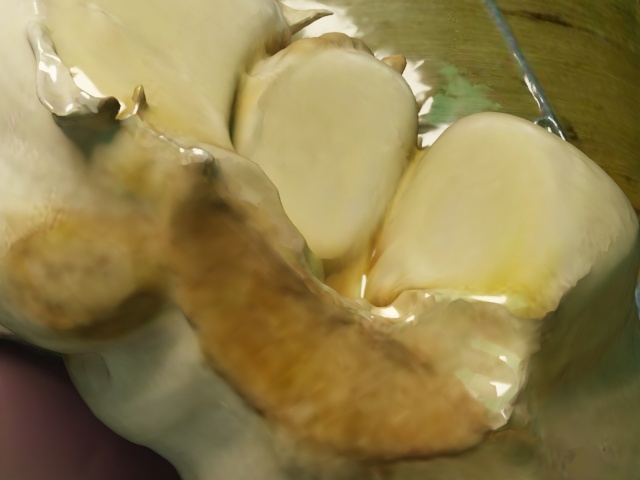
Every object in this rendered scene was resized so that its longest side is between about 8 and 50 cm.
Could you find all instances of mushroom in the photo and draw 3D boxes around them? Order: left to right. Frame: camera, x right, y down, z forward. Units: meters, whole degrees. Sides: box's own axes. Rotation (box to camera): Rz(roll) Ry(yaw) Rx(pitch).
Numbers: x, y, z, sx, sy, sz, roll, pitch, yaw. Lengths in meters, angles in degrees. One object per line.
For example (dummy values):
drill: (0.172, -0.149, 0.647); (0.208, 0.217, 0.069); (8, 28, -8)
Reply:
mushroom: (-0.136, 0.090, 0.677); (0.188, 0.141, 0.117); (24, 13, -27)

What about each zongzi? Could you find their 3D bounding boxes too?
zongzi: (-0.002, -0.040, 0.798); (0.360, 0.160, 0.323); (10, 47, -12)

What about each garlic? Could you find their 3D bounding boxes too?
garlic: (-0.001, 0.014, 0.621); (0.281, 0.185, 0.203); (25, 32, -1)
